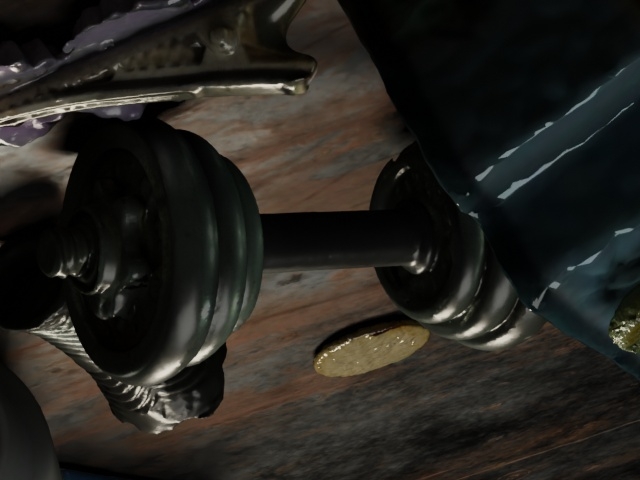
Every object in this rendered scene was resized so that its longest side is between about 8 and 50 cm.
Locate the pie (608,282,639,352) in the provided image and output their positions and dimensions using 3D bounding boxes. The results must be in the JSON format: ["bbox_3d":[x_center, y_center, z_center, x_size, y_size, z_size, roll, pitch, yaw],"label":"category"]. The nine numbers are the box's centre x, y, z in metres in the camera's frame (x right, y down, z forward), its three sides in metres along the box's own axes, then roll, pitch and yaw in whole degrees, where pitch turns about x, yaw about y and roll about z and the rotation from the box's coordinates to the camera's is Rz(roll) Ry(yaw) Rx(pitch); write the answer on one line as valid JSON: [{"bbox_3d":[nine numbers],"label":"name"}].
[{"bbox_3d":[0.181,0.030,0.894,0.084,0.021,0.084,-22,149,-14],"label":"pie"}]

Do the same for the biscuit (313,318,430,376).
[{"bbox_3d":[0.049,0.103,1.699,0.120,0.015,0.120,-16,158,-7],"label":"biscuit"}]

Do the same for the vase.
[{"bbox_3d":[-0.166,0.066,1.354,0.115,0.115,0.237,-23,152,12],"label":"vase"}]

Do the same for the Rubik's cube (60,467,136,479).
[{"bbox_3d":[-0.264,0.434,1.867,0.291,0.291,0.290,-27,157,21],"label":"Rubik's cube"}]

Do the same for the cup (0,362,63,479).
[{"bbox_3d":[-0.310,0.218,1.439,0.212,0.212,0.317,-13,157,-11],"label":"cup"}]

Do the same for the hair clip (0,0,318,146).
[{"bbox_3d":[-0.137,-0.091,1.040,0.292,0.084,0.106,-15,163,6],"label":"hair clip"}]

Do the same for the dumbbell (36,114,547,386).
[{"bbox_3d":[0.000,0.000,1.213,0.406,0.179,0.179,-2,153,-32],"label":"dumbbell"}]

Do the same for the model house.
[{"bbox_3d":[0.239,-0.127,0.992,0.339,0.297,0.360,-33,148,18],"label":"model house"}]
